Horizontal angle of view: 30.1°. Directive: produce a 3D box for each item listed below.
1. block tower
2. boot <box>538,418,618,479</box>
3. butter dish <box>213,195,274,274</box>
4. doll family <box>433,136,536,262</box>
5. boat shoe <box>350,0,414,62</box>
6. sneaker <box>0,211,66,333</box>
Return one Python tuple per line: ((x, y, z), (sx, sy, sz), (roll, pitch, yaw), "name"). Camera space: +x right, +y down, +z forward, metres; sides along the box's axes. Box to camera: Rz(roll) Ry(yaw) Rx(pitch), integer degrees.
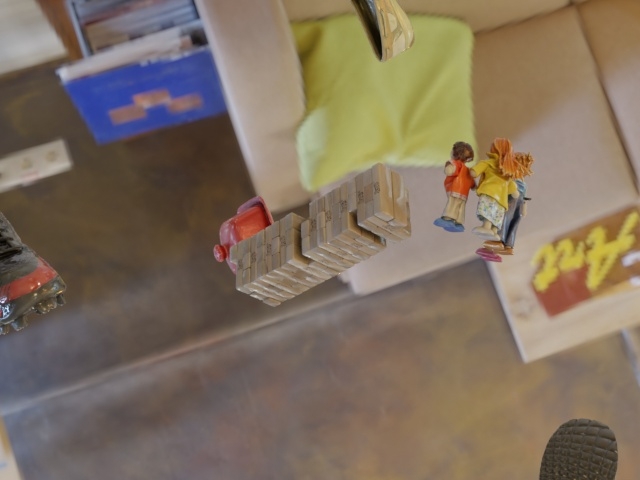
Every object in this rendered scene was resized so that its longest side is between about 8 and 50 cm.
((0.000, 0.000, 1.885), (0.335, 0.097, 0.091), (-27, 140, 37), "block tower")
((0.383, 0.468, 1.887), (0.118, 0.338, 0.223), (15, 144, 14), "boot")
((-0.151, 0.010, 2.308), (0.118, 0.160, 0.160), (-18, 178, -24), "butter dish")
((0.282, -0.070, 1.848), (0.118, 0.163, 0.263), (5, 166, 31), "doll family")
((0.051, -0.277, 1.349), (0.048, 0.153, 0.056), (-35, -167, -30), "boat shoe")
((-0.370, 0.019, 1.302), (0.097, 0.135, 0.276), (-28, -157, -29), "sneaker")
